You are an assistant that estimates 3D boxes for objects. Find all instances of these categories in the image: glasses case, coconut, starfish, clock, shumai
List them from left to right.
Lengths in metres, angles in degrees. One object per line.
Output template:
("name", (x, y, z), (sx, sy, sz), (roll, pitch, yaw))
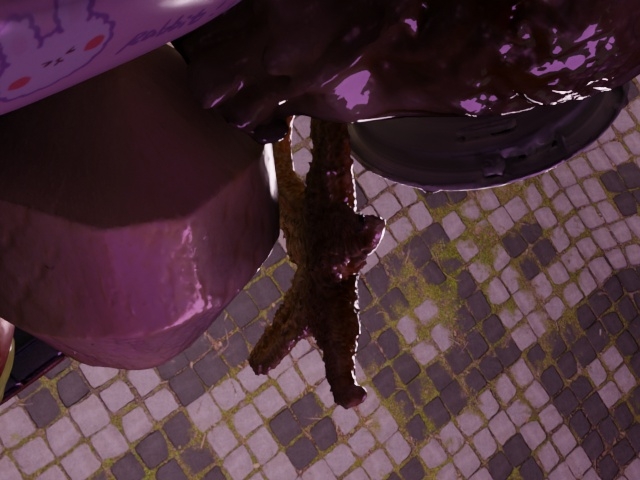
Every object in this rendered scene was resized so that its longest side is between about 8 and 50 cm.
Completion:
("glasses case", (-0.109, -0.126, 0.478), (0.297, 0.075, 0.113), (-37, -177, -40))
("coconut", (-0.150, -0.041, 0.755), (0.259, 0.259, 0.259), (-33, -177, 2))
("starfish", (0.004, 0.001, 0.760), (0.060, 0.299, 0.302), (6, -161, -18))
("shumai", (0.067, -0.152, 0.681), (0.283, 0.217, 0.346), (-37, -155, 12))
("clock", (0.122, -0.133, 0.785), (0.236, 0.053, 0.236), (-11, -136, 11))

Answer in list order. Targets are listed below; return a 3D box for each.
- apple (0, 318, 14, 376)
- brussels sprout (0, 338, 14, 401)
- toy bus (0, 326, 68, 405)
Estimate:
("apple", (-0.340, 0.065, 0.824), (0.181, 0.168, 0.181), (-11, -176, 1))
("brussels sprout", (-0.477, 0.192, 1.015), (0.355, 0.281, 0.289), (-49, 168, -3))
("toy bus", (-0.391, 0.074, 1.232), (0.427, 0.203, 0.233), (-34, -172, 19))
